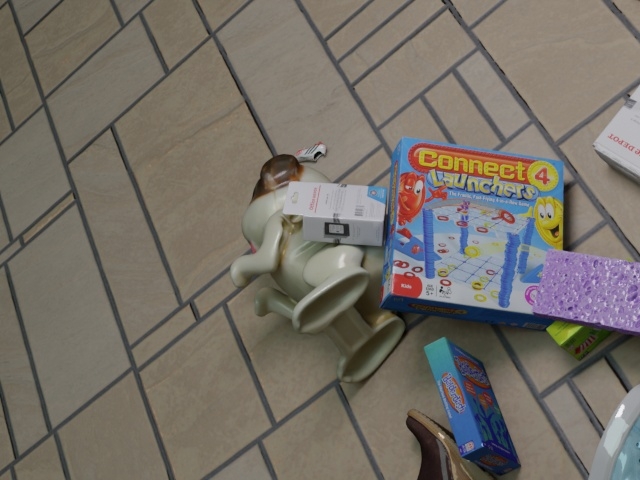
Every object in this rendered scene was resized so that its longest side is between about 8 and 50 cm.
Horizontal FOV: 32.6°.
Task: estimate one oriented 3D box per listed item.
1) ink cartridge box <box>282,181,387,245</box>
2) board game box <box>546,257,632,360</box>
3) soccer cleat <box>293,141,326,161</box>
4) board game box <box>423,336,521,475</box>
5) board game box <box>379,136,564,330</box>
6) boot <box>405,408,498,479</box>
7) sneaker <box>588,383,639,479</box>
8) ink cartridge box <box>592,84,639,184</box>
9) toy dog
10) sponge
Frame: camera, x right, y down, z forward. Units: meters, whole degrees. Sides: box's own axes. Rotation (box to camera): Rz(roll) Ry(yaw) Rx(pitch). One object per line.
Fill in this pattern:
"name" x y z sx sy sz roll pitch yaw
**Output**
"ink cartridge box" 0.027 -0.049 1.966 0.180 0.060 0.104 4 39 5
"board game box" 0.477 0.118 1.847 0.181 0.092 0.043 -43 52 11
"soccer cleat" -0.024 -0.186 2.384 0.083 0.029 0.036 -22 54 20
"board game box" 0.261 0.285 1.879 0.047 0.160 0.210 -31 55 20
"board game box" 0.273 -0.012 1.941 0.308 0.086 0.302 8 69 -6
"boot" 0.182 0.437 1.908 0.207 0.090 0.248 -49 54 4
"sneaker" 0.491 0.412 1.690 0.150 0.135 0.366 17 88 31
"ink cartridge box" 0.608 -0.197 1.902 0.218 0.092 0.158 -51 50 3
"toy dog" 0.000 0.000 2.122 0.395 0.284 0.408 -49 49 2
"sponge" 0.456 0.085 1.795 0.210 0.031 0.117 10 74 38
